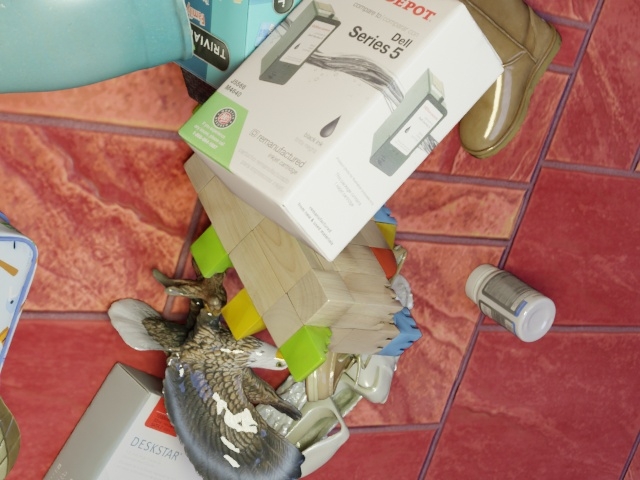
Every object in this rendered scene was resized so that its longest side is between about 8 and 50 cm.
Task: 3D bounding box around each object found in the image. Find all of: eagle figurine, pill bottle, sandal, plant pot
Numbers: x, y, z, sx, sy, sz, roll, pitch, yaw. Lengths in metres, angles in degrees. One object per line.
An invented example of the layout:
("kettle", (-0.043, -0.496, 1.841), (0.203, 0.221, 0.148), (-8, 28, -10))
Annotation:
("eagle figurine", (-0.122, 0.173, 1.931), (0.226, 0.225, 0.298), (-29, 125, -34))
("pill bottle", (0.292, 0.094, 2.293), (0.078, 0.137, 0.078), (-20, 127, -29))
("sandal", (-0.398, 0.205, 1.710), (0.072, 0.049, 0.180), (-36, 124, -36))
("plant pot", (-0.299, -0.268, 1.516), (0.255, 0.271, 0.271), (-23, 129, -9))

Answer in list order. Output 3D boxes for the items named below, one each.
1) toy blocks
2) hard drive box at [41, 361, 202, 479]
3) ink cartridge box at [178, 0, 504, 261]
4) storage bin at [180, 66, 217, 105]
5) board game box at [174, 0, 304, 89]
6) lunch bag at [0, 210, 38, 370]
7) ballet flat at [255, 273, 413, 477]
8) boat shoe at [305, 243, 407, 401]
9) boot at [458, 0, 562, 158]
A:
("toy blocks", (0.000, 0.000, 1.871), (0.191, 0.381, 0.261), (-44, 150, 27))
("hard drive box", (-0.254, 0.303, 1.998), (0.181, 0.089, 0.232), (28, 95, -46))
("ink cartridge box", (0.021, -0.143, 1.519), (0.273, 0.198, 0.115), (-48, 135, -8))
("storage bin", (-0.074, -0.234, 1.803), (0.180, 0.122, 0.084), (-33, 132, -21))
("board game box", (-0.112, -0.349, 1.609), (0.079, 0.254, 0.336), (-14, 124, -34))
("lunch bag", (-0.460, 0.101, 1.690), (0.243, 0.115, 0.303), (7, 111, -48))
("ballet flat", (0.019, 0.231, 2.153), (0.409, 0.147, 0.147), (-47, 135, -9))
("boat shoe", (0.045, 0.101, 2.023), (0.104, 0.089, 0.285), (91, 15, -53))
("boot", (0.203, -0.271, 2.045), (0.269, 0.089, 0.236), (34, 80, -46))
